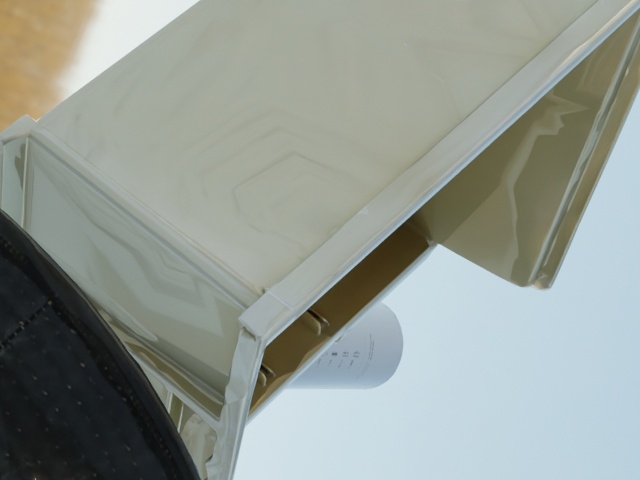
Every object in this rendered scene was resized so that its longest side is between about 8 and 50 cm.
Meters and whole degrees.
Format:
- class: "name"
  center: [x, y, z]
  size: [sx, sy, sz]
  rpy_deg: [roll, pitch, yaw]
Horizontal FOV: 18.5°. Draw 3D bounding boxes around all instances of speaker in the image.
- class: "speaker"
  center: [-0.012, 0.058, 1.118]
  size: [0.055, 0.136, 0.055]
  rpy_deg: [-3, -94, 39]

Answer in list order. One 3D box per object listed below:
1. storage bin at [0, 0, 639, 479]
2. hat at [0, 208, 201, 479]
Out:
- class: "storage bin"
  center: [0.000, 0.000, 0.798]
  size: [0.262, 0.123, 0.260]
  rpy_deg: [-42, 160, -32]
- class: "hat"
  center: [-0.179, 0.102, 0.540]
  size: [0.134, 0.331, 0.331]
  rpy_deg: [112, -3, -76]
